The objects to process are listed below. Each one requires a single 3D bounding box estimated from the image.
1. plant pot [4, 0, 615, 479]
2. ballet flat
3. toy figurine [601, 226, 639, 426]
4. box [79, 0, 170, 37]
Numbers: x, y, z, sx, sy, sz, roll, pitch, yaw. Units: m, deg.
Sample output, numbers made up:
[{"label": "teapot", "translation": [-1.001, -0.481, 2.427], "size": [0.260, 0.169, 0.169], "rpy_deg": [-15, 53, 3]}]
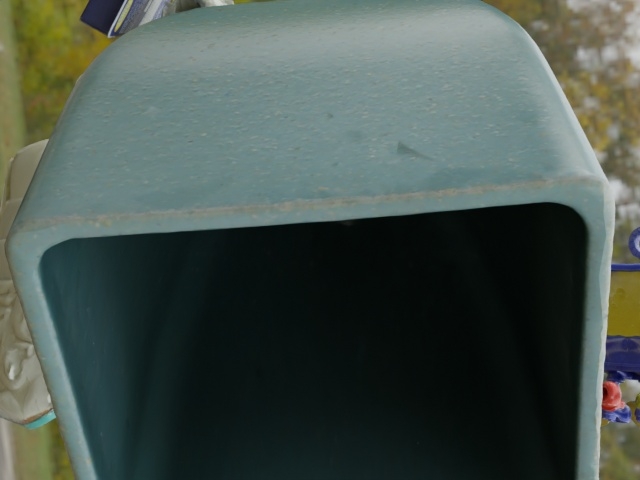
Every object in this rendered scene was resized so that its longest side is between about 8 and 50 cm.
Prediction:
[{"label": "plant pot", "translation": [0.000, 0.000, 0.747], "size": [0.252, 0.247, 0.248], "rpy_deg": [-93, 177, -50]}, {"label": "ballet flat", "translation": [-0.158, -0.049, 1.070], "size": [0.147, 0.147, 0.409], "rpy_deg": [88, 24, -45]}, {"label": "toy figurine", "translation": [0.350, 0.084, 1.546], "size": [0.362, 0.191, 0.217], "rpy_deg": [-3, -106, 45]}, {"label": "box", "translation": [-0.134, -0.227, 1.157], "size": [0.136, 0.036, 0.225], "rpy_deg": [-61, -176, 7]}]
